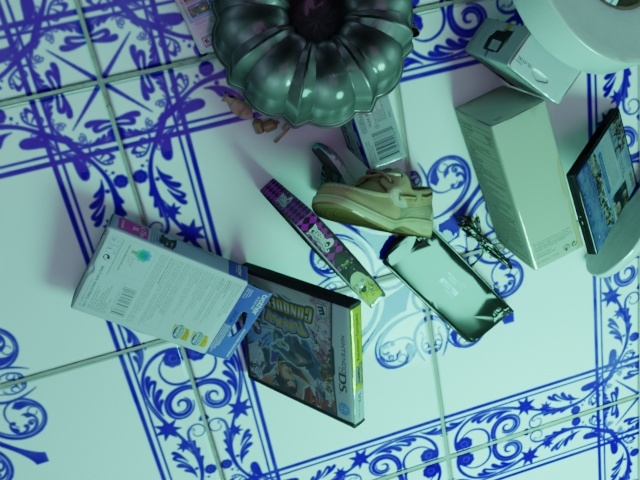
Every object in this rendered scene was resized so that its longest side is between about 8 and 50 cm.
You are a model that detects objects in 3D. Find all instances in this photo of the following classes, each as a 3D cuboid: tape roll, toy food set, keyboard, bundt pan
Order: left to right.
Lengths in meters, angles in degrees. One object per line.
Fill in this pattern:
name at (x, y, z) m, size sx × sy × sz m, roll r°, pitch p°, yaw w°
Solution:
toy food set at (-0.104, -0.231, 1.294) m, size 0.122 × 0.019 × 0.078 m, roll 42°, pitch 96°, yaw -18°
bundt pan at (-0.007, -0.339, 1.131) m, size 0.331 × 0.124 × 0.330 m, roll 0°, pitch 92°, yaw -4°
keyboard at (0.288, 0.063, 1.513) m, size 0.201 × 0.033 × 0.317 m, roll -42°, pitch 117°, yaw 11°
tape roll at (0.459, -0.472, 1.222) m, size 0.392 × 0.072 × 0.391 m, roll 3°, pitch 84°, yaw -28°

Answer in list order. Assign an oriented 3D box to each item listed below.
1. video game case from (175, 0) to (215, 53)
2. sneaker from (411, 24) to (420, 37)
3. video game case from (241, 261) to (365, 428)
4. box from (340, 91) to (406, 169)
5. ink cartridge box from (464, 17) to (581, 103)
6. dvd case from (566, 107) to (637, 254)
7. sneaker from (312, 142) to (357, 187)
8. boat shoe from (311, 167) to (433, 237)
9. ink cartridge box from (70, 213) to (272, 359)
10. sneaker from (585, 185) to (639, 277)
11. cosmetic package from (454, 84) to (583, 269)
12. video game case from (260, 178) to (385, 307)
video game case at (-0.156, -0.402, 1.209) m, size 0.157 × 0.019 × 0.143 m, roll -26°, pitch 115°, yaw -3°
sneaker at (0.134, -0.366, 1.291) m, size 0.083 × 0.037 × 0.031 m, roll -6°, pitch 115°, yaw -11°
video game case at (-0.039, 0.188, 1.360) m, size 0.035 × 0.275 × 0.248 m, roll -27°, pitch 123°, yaw -44°
box at (0.080, -0.206, 1.286) m, size 0.072 × 0.137 × 0.126 m, roll -23°, pitch 116°, yaw -5°
ink cartridge box at (0.351, -0.315, 1.293) m, size 0.127 × 0.175 × 0.072 m, roll 30°, pitch 102°, yaw -24°
dvd case at (0.546, -0.118, 1.430) m, size 0.253 × 0.022 × 0.180 m, roll -46°, pitch 122°, yaw -36°
sneaker at (0.025, -0.102, 1.359) m, size 0.076 × 0.065 × 0.166 m, roll -34°, pitch 115°, yaw 5°
boat shoe at (0.098, -0.074, 1.291) m, size 0.341 × 0.122 × 0.110 m, roll 9°, pitch 91°, yaw -59°
ink cartridge box at (-0.265, 0.092, 1.339) m, size 0.311 × 0.065 × 0.185 m, roll 24°, pitch 115°, yaw -18°
sneaker at (0.701, -0.020, 1.549) m, size 0.169 × 0.108 × 0.292 m, roll 24°, pitch 111°, yaw -29°
cosmetic package at (0.373, -0.118, 1.391) m, size 0.113 × 0.160 × 0.309 m, roll -26°, pitch 117°, yaw -4°
video game case at (0.000, 0.000, 1.297) m, size 0.042 × 0.232 × 0.210 m, roll -43°, pitch 117°, yaw -2°
